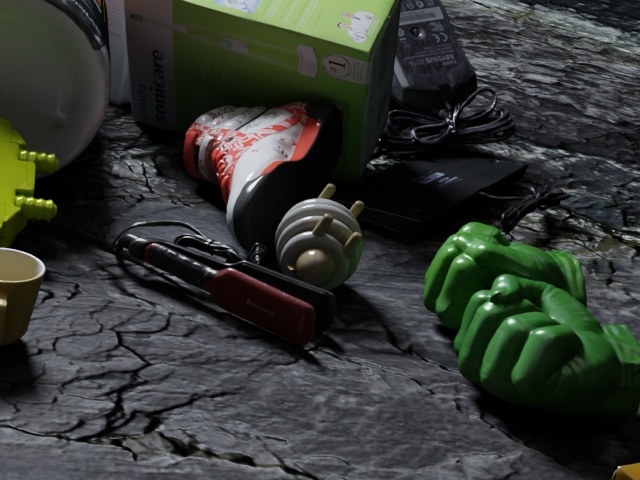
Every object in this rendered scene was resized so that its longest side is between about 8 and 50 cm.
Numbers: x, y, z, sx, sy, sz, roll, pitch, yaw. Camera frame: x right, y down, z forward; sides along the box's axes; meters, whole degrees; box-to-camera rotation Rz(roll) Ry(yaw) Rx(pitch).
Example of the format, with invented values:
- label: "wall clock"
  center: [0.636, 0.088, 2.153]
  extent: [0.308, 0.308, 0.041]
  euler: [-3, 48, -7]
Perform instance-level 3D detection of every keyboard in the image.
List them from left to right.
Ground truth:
- label: "keyboard"
  center: [0.158, -0.049, 1.678]
  extent: [0.201, 0.033, 0.317]
  euler: [15, 21, 26]

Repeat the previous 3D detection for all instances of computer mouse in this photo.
- label: "computer mouse"
  center: [0.111, -0.215, 1.856]
  extent: [0.188, 0.072, 0.272]
  euler: [-8, 63, -23]

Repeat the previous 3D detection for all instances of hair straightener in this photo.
- label: "hair straightener"
  center: [-0.086, 0.031, 1.344]
  extent: [0.230, 0.047, 0.089]
  euler: [18, 21, 25]

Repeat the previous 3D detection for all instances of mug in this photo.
- label: "mug"
  center: [-0.253, 0.049, 1.163]
  extent: [0.062, 0.064, 0.078]
  euler: [20, 23, 17]

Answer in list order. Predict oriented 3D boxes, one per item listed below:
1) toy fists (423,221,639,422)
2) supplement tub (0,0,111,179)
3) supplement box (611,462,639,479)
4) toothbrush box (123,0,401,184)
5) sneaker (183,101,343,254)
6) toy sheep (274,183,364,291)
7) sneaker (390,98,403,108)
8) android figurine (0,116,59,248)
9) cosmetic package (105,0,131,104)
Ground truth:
- label: "toy fists"
  center: [0.178, 0.064, 1.322]
  extent: [0.142, 0.096, 0.279]
  euler: [6, 24, -13]
- label: "supplement tub"
  center: [-0.325, -0.209, 1.569]
  extent: [0.207, 0.207, 0.338]
  euler: [8, 21, -12]
- label: "supplement box"
  center: [0.238, 0.239, 0.786]
  extent: [0.129, 0.191, 0.194]
  euler: [-3, 27, -35]
- label: "toothbrush box"
  center: [-0.065, -0.205, 1.668]
  extent: [0.283, 0.206, 0.122]
  euler: [15, 50, 11]
- label: "sneaker"
  center: [-0.082, -0.064, 1.523]
  extent: [0.145, 0.090, 0.270]
  euler: [1, 29, 19]
- label: "toy sheep"
  center: [0.000, 0.000, 1.391]
  extent: [0.091, 0.091, 0.132]
  euler: [13, 28, 1]
- label: "sneaker"
  center: [0.011, -0.214, 1.939]
  extent: [0.340, 0.125, 0.140]
  euler: [13, 49, -7]
- label: "android figurine"
  center: [-0.367, -0.060, 1.313]
  extent: [0.272, 0.056, 0.248]
  euler: [8, 42, -12]
- label: "cosmetic package"
  center: [-0.223, -0.289, 1.789]
  extent: [0.085, 0.231, 0.117]
  euler: [23, 23, 25]
